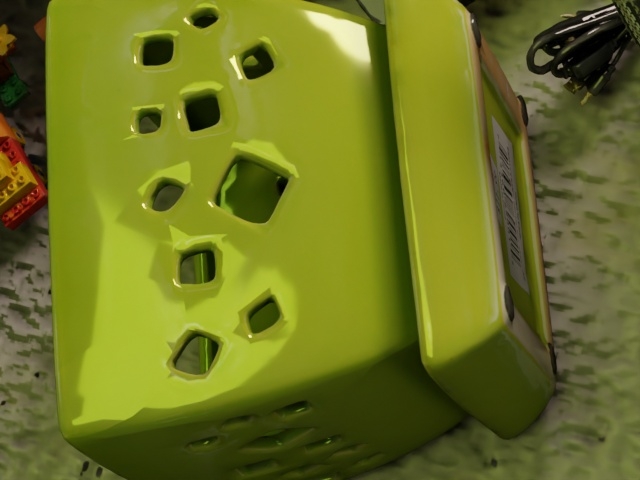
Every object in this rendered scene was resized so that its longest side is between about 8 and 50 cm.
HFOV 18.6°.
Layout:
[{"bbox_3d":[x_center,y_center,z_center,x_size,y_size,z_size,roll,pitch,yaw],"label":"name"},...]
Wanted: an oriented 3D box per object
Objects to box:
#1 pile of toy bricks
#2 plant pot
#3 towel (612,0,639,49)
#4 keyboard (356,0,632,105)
[{"bbox_3d":[-0.218,-0.120,1.162,0.118,0.105,0.212,-39,65,10],"label":"pile of toy bricks"},{"bbox_3d":[0.000,0.000,0.977,0.207,0.227,0.228,-10,72,14],"label":"plant pot"},{"bbox_3d":[0.295,-0.145,0.851,0.324,0.312,0.056,-32,26,9],"label":"towel"},{"bbox_3d":[0.159,-0.203,1.031,0.317,0.033,0.201,-32,81,4],"label":"keyboard"}]
